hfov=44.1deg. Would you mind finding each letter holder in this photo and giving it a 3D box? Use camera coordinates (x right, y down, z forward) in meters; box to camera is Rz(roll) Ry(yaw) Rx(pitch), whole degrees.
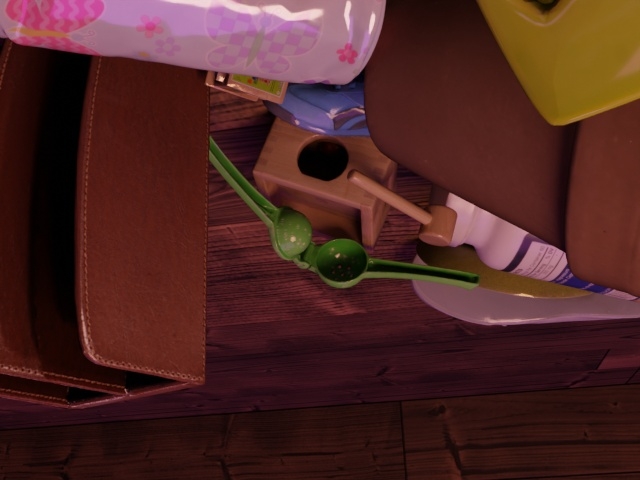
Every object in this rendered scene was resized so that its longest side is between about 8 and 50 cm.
[{"bbox_3d":[-0.213,-0.040,0.621,0.152,0.302,0.214,-16,154,31],"label":"letter holder"}]

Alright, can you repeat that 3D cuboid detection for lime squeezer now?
[{"bbox_3d":[0.000,0.000,0.795,0.310,0.059,0.110,28,162,-14],"label":"lime squeezer"}]

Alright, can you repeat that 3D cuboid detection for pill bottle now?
[{"bbox_3d":[0.257,-0.031,0.861,0.264,0.153,0.153,13,157,-3],"label":"pill bottle"}]

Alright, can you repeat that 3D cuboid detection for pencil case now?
[{"bbox_3d":[-0.091,-0.181,0.536,0.273,0.114,0.124,6,137,-19],"label":"pencil case"}]

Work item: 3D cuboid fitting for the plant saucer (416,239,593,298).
[{"bbox_3d":[0.244,0.010,1.009,0.240,0.037,0.241,5,-161,-2],"label":"plant saucer"}]

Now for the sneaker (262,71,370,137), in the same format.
[{"bbox_3d":[0.052,-0.138,0.746,0.209,0.069,0.082,9,127,-10],"label":"sneaker"}]

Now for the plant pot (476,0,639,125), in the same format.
[{"bbox_3d":[0.142,-0.216,0.291,0.227,0.228,0.207,-22,124,40],"label":"plant pot"}]

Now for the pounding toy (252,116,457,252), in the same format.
[{"bbox_3d":[0.045,-0.065,0.803,0.206,0.094,0.181,18,161,11],"label":"pounding toy"}]

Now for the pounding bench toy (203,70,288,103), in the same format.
[{"bbox_3d":[-0.057,-0.164,0.671,0.052,0.083,0.065,14,-175,-30],"label":"pounding bench toy"}]

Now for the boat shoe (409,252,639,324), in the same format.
[{"bbox_3d":[0.313,0.060,1.186,0.366,0.136,0.156,-1,173,3],"label":"boat shoe"}]

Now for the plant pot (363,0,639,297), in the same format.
[{"bbox_3d":[0.164,-0.115,0.581,0.229,0.263,0.263,17,169,28],"label":"plant pot"}]
